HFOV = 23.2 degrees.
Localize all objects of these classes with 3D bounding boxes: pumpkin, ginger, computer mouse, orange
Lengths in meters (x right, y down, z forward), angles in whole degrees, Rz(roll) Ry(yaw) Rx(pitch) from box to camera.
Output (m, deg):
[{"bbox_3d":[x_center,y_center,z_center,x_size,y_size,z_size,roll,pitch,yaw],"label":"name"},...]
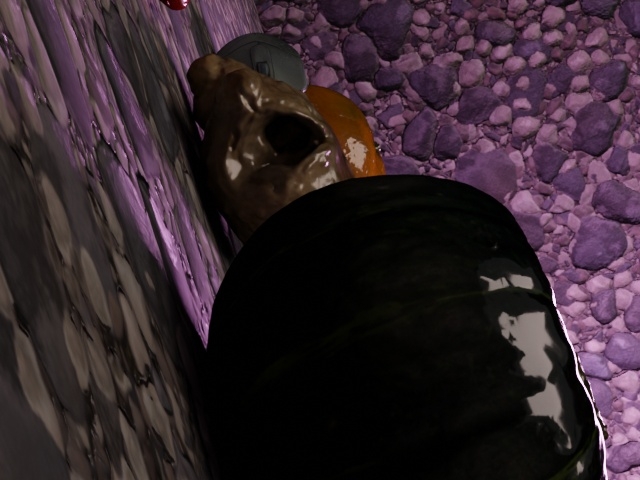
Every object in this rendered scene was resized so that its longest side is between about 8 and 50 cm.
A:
[{"bbox_3d":[0.058,0.110,1.062,0.323,0.241,0.323,156,-90,-90],"label":"pumpkin"},{"bbox_3d":[-0.055,-0.092,1.463,0.221,0.130,0.276,61,1,17],"label":"ginger"},{"bbox_3d":[-0.081,-0.226,2.022,0.229,0.113,0.068,-112,-162,-66],"label":"computer mouse"},{"bbox_3d":[0.000,-0.094,2.091,0.240,0.171,0.240,-17,90,-89],"label":"orange"}]

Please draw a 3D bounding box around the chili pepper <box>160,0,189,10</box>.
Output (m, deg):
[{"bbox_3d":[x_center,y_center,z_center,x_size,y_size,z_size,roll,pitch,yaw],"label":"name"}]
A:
[{"bbox_3d":[-0.145,-0.264,1.439,0.169,0.064,0.088,75,-1,-66],"label":"chili pepper"}]
